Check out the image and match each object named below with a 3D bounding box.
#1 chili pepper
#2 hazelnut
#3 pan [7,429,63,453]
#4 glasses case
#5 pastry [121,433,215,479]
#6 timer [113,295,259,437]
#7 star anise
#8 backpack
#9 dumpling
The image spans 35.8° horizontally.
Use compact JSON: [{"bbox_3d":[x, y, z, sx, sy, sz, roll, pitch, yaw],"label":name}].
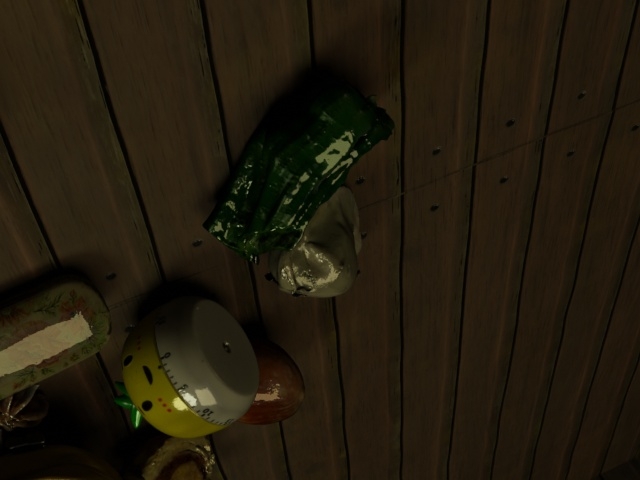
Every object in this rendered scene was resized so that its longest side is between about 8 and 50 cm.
[{"bbox_3d":[-0.052,-0.116,1.662,0.167,0.213,0.385,42,103,-9],"label":"chili pepper"},{"bbox_3d":[-0.129,0.294,2.056,0.214,0.176,0.214,14,156,7],"label":"hazelnut"},{"bbox_3d":[-0.563,0.457,2.064,0.115,0.040,0.212,-35,136,3],"label":"pan"},{"bbox_3d":[-0.567,0.196,1.700,0.425,0.098,0.156,-25,114,-9],"label":"glasses case"},{"bbox_3d":[-0.357,0.542,2.198,0.170,0.236,0.256,-3,179,40],"label":"pastry"},{"bbox_3d":[-0.281,0.261,1.872,0.285,0.285,0.285,-19,142,-16],"label":"timer"},{"bbox_3d":[-0.609,0.319,1.843,0.236,0.093,0.229,-2,129,-39],"label":"star anise"},{"bbox_3d":[-0.515,0.532,1.919,0.354,0.201,0.378,-12,132,-9],"label":"backpack"},{"bbox_3d":[-0.014,0.008,1.862,0.163,0.204,0.293,-10,-178,30],"label":"dumpling"}]
